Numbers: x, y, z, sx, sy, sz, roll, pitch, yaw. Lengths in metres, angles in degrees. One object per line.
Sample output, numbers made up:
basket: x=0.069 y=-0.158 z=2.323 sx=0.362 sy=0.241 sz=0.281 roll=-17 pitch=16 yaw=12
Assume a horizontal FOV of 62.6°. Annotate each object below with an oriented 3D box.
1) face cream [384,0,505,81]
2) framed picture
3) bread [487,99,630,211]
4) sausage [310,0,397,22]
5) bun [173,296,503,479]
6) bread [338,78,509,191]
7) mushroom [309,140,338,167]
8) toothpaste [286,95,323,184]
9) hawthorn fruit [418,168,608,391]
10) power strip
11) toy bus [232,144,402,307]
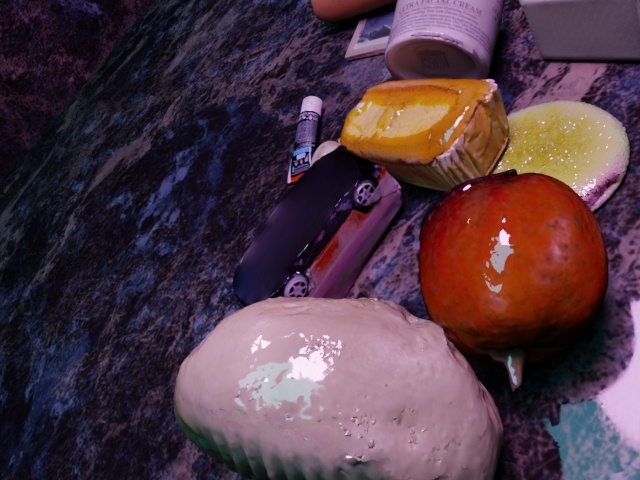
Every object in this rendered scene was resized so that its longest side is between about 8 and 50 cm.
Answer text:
face cream: x=0.207 y=-0.349 z=0.882 sx=0.178 sy=0.177 sz=0.152 roll=4 pitch=73 yaw=40
framed picture: x=0.223 y=-0.499 z=1.094 sx=0.335 sy=0.022 sz=0.247 roll=4 pitch=65 yaw=41
bread: x=0.312 y=-0.113 z=0.753 sx=0.229 sy=0.033 sz=0.228 roll=-20 pitch=52 yaw=27
sausage: x=0.106 y=-0.558 z=1.127 sx=0.305 sy=0.121 sz=0.121 roll=-2 pitch=61 yaw=41
bun: x=0.009 y=0.178 z=0.593 sx=0.362 sy=0.326 sz=0.234 roll=-3 pitch=57 yaw=31
bread: x=0.154 y=-0.174 z=0.839 sx=0.152 sy=0.119 sz=0.288 roll=-55 pitch=35 yaw=-7
mushroom: x=0.016 y=-0.144 z=0.984 sx=0.068 sy=0.083 sz=0.083 roll=17 pitch=68 yaw=1
toothpaste: x=-0.031 y=-0.205 z=1.086 sx=0.071 sy=0.045 sz=0.193 roll=-13 pitch=60 yaw=42
hawthorn fruit: x=0.215 y=0.044 z=0.605 sx=0.216 sy=0.215 sz=0.249 roll=-10 pitch=54 yaw=34
power strip: x=0.428 y=-0.349 z=0.744 sx=0.224 sy=0.139 sz=0.140 roll=22 pitch=76 yaw=45
toy bus: x=0.000 y=0.000 z=0.842 sx=0.128 sy=0.147 sz=0.302 roll=30 pitch=85 yaw=46
